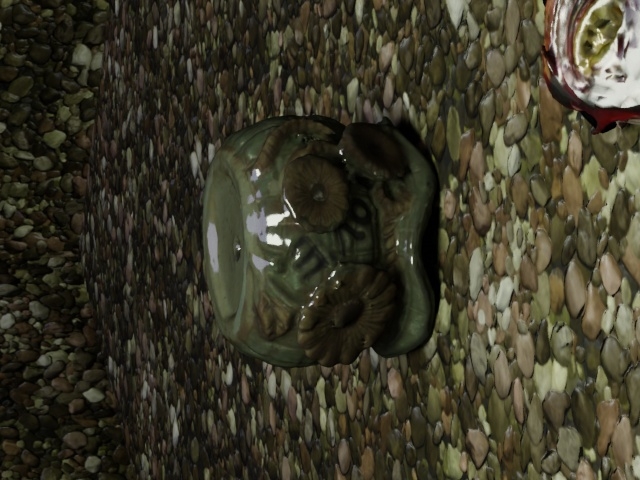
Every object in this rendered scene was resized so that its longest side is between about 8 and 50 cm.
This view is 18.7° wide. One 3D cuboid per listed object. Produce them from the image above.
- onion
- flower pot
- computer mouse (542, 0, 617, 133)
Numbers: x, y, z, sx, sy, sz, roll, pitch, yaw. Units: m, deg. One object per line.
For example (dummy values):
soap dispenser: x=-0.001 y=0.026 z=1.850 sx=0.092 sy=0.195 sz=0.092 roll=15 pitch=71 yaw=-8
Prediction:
onion: x=0.281 y=-0.167 z=1.245 sx=0.207 sy=0.216 sz=0.206 roll=3 pitch=92 yaw=57
flower pot: x=0.000 y=0.000 z=2.120 sx=0.302 sy=0.213 sz=0.301 roll=178 pitch=90 yaw=-73
computer mouse: x=0.229 y=-0.206 z=1.612 sx=0.146 sy=0.078 sz=0.241 roll=-151 pitch=61 yaw=-67
